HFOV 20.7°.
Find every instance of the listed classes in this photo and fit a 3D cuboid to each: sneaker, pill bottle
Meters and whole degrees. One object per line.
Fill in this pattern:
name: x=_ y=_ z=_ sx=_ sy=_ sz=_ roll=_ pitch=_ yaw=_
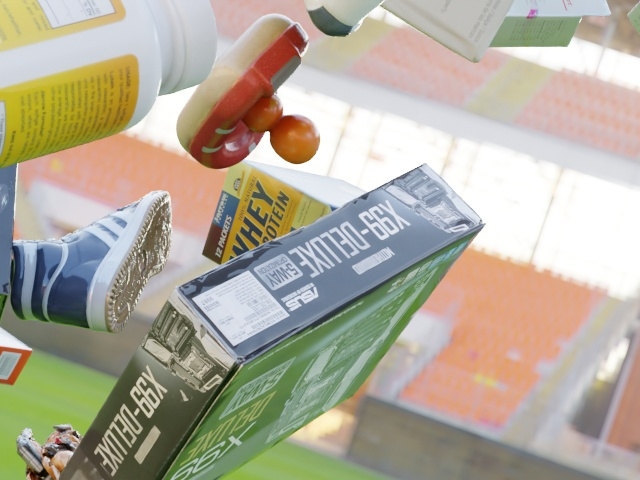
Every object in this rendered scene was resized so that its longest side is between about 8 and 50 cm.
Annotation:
sneaker: x=-0.280 y=0.015 z=2.123 sx=0.153 sy=0.099 sz=0.282 roll=3 pitch=28 yaw=12
sneaker: x=-0.002 y=-0.235 z=1.343 sx=0.094 sy=0.091 sz=0.258 roll=39 pitch=15 yaw=-24
pill bottle: x=-0.201 y=-0.131 z=1.265 sx=0.245 sy=0.136 sz=0.136 roll=-20 pitch=21 yaw=-35

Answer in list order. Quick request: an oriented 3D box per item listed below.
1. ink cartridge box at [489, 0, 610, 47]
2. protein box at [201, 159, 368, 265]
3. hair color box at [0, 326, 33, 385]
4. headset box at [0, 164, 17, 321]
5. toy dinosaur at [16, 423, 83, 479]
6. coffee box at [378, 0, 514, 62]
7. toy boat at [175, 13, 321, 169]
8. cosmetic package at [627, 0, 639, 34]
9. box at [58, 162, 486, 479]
ink cartridge box: x=0.251 y=-0.292 z=2.148 sx=0.181 sy=0.104 sz=0.061 roll=-2 pitch=-35 yaw=-15
protein box: x=0.000 y=0.000 z=2.218 sx=0.200 sy=0.136 sz=0.201 roll=10 pitch=12 yaw=-43
hair color box: x=-0.351 y=0.083 z=1.672 sx=0.141 sy=0.043 sz=0.072 roll=33 pitch=5 yaw=22
headset box: x=-0.408 y=-0.050 z=1.946 sx=0.131 sy=0.283 sz=0.246 roll=5 pitch=-16 yaw=-13
toy dinosaur: x=-0.307 y=0.334 z=2.200 sx=0.218 sy=0.164 sz=0.322 roll=43 pitch=26 yaw=-11
coffee box: x=0.100 y=-0.420 z=1.839 sx=0.338 sy=0.337 sz=0.334 roll=30 pitch=8 yaw=-1
toy boat: x=-0.064 y=-0.146 z=2.017 sx=0.151 sy=0.151 sz=0.231 roll=43 pitch=-25 yaw=-1
cosmetic package: x=0.481 y=-0.264 z=2.059 sx=0.151 sy=0.151 sz=0.184 roll=58 pitch=-9 yaw=6
box: x=-0.036 y=0.084 z=1.363 sx=0.076 sy=0.242 sz=0.307 roll=47 pitch=41 yaw=15
